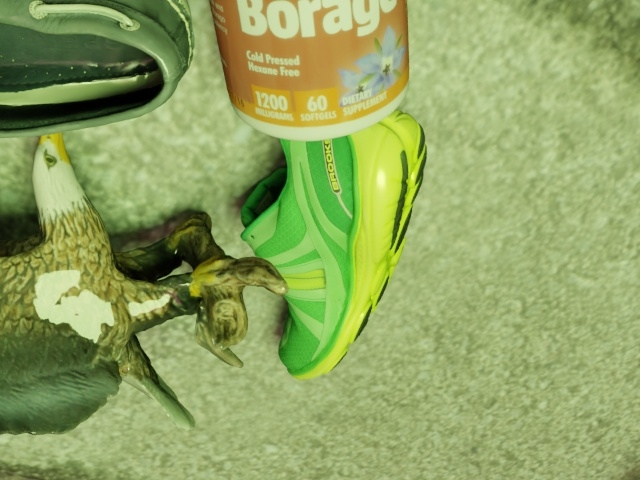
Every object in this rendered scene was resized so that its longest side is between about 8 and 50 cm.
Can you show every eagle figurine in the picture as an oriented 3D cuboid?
[{"bbox_3d":[-0.204,0.027,0.549,0.298,0.225,0.226,-7,155,-22],"label":"eagle figurine"}]

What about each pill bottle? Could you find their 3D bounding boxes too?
[{"bbox_3d":[-0.011,-0.177,0.467,0.121,0.121,0.216,-11,130,-4],"label":"pill bottle"}]

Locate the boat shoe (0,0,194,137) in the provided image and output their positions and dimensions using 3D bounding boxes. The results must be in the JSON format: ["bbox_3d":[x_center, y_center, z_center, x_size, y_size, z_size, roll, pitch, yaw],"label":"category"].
[{"bbox_3d":[-0.236,-0.113,0.482,0.319,0.099,0.116,-4,130,-10],"label":"boat shoe"}]

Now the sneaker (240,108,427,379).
[{"bbox_3d":[0.000,0.000,0.645,0.123,0.109,0.295,26,137,12],"label":"sneaker"}]
